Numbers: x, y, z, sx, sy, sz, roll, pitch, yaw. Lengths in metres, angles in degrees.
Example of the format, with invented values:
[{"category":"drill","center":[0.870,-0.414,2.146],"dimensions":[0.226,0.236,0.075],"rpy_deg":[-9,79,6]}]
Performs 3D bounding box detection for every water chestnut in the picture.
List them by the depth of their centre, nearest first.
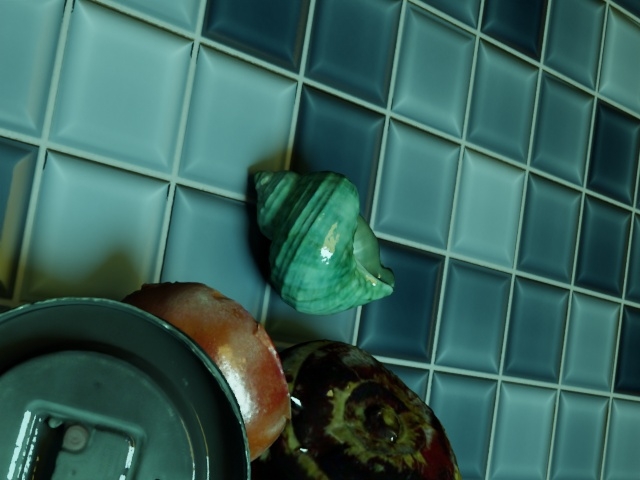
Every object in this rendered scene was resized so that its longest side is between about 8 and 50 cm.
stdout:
[{"category":"water chestnut","center":[0.008,0.274,1.250],"dimensions":[0.300,0.300,0.300],"rpy_deg":[-2,93,-44]}]

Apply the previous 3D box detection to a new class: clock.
[{"category":"clock","center":[-0.224,0.212,0.989],"dimensions":[0.325,0.067,0.325],"rpy_deg":[0,88,0]}]

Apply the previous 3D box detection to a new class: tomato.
[{"category":"tomato","center":[-0.144,0.153,1.088],"dimensions":[0.085,0.225,0.225],"rpy_deg":[-45,124,-61]}]

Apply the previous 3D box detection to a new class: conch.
[{"category":"conch","center":[-0.003,-0.002,1.289],"dimensions":[0.196,0.134,0.202],"rpy_deg":[-74,145,-74]}]
